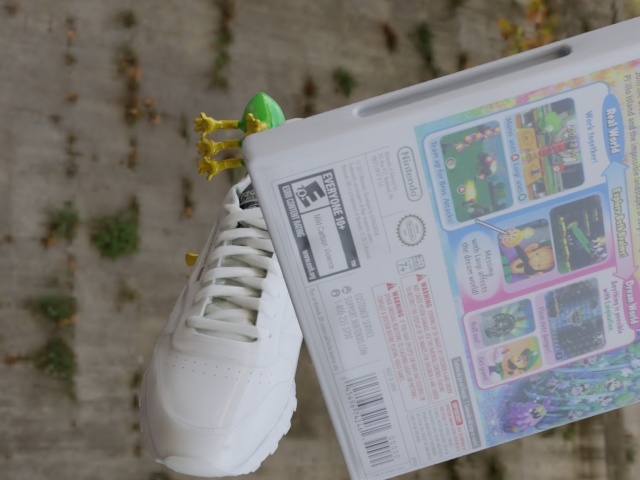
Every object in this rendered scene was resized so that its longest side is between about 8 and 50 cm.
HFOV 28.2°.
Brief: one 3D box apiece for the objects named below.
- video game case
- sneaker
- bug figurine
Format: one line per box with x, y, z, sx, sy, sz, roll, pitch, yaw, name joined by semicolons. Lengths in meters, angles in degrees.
0.062;0.010;0.438;0.019;0.143;0.157;-108;-179;-53;video game case
-0.043;0.028;0.712;0.235;0.090;0.095;-74;175;-48;sneaker
0.000;0.000;0.956;0.279;0.072;0.216;13;-66;49;bug figurine
